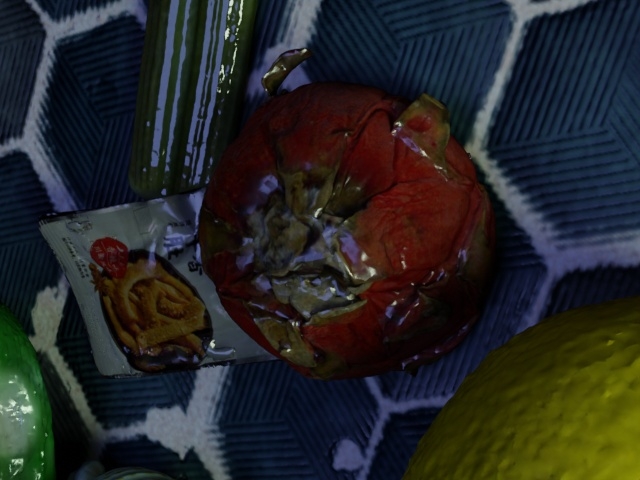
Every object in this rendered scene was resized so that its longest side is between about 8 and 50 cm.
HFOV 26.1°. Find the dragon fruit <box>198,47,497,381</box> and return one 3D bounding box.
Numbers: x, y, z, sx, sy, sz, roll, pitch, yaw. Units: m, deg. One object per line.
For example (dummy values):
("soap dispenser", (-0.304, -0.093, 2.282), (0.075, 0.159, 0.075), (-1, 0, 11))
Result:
("dragon fruit", (0.002, 0.004, 0.936), (0.218, 0.148, 0.224), (23, 110, 14))

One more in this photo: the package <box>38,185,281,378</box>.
("package", (-0.109, 0.031, 1.096), (0.239, 0.030, 0.154), (-10, 107, 28))

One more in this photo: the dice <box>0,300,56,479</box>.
("dice", (-0.405, 0.186, 1.132), (0.300, 0.297, 0.287), (2, 91, 50))

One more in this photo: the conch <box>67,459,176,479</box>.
("conch", (-0.149, 0.255, 1.098), (0.131, 0.200, 0.172), (6, 115, -2))

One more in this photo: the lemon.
("lemon", (0.176, 0.167, 0.788), (0.268, 0.268, 0.322), (13, 61, 32))

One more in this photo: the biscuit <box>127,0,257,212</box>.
("biscuit", (-0.096, -0.175, 1.075), (0.099, 0.038, 0.322), (17, 104, 28))
